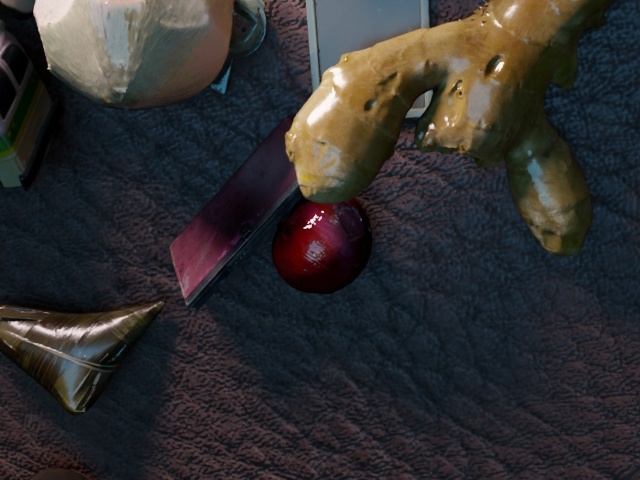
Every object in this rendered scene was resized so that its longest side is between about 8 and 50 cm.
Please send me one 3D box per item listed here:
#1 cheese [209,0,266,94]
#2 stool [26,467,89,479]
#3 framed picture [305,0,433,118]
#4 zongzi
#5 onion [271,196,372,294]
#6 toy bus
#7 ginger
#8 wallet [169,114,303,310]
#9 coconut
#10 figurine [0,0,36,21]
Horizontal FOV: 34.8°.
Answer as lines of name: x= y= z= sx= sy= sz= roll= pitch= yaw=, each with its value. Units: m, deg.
cheese: x=-0.106 y=-0.234 z=1.190 sx=0.067 sy=0.026 sz=0.121 roll=35 pitch=108 yaw=0
stool: x=-0.336 y=0.387 z=1.350 sx=0.217 sy=0.125 sz=0.121 roll=34 pitch=127 yaw=-19
framed picture: x=0.056 y=-0.229 z=1.172 sx=0.142 sy=0.011 sz=0.183 roll=-2 pitch=104 yaw=10
zongzi: x=-0.320 y=0.098 z=1.294 sx=0.187 sy=0.084 sz=0.184 roll=37 pitch=93 yaw=3
onion: x=0.000 y=0.000 z=1.183 sx=0.131 sy=0.131 sz=0.131 roll=2 pitch=105 yaw=9
toy bus: x=-0.480 y=-0.155 z=1.177 sx=0.305 sy=0.143 sz=0.179 roll=1 pitch=142 yaw=11
ginger: x=0.163 y=-0.180 z=1.099 sx=0.363 sy=0.122 sz=0.348 roll=13 pitch=97 yaw=-6
wallet: x=-0.092 y=-0.035 z=1.202 sx=0.025 sy=0.119 sz=0.232 roll=30 pitch=111 yaw=-36
coconut: x=-0.202 y=-0.240 z=1.090 sx=0.224 sy=0.224 sz=0.234 roll=7 pitch=68 yaw=8
figurine: x=-0.453 y=-0.378 z=1.124 sx=0.340 sy=0.231 sz=0.324 roll=19 pitch=80 yaw=13
